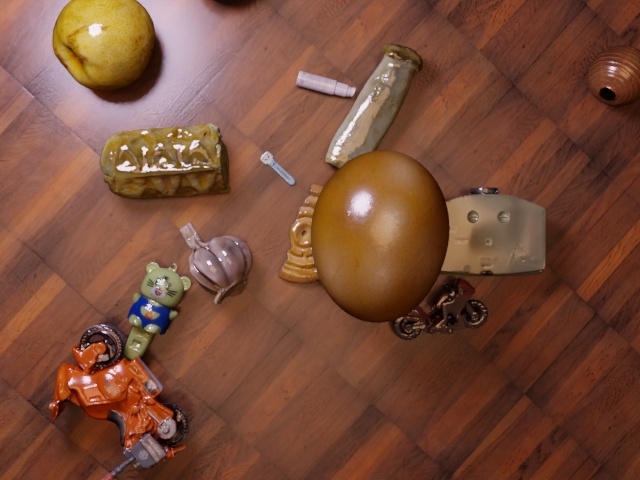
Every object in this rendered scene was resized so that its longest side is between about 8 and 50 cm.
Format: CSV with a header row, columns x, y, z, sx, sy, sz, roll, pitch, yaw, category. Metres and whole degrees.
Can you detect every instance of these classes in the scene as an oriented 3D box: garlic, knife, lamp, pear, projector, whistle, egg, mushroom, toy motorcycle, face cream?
x,y,z,sx,sy,sz,roll,pitch,yaw,category
-0.229,0.029,1.690,0.131,0.127,0.194,-20,62,-33,garlic
-0.092,-0.158,1.738,0.096,0.010,0.027,43,88,-4,knife
0.657,-0.361,1.730,0.136,0.136,0.136,0,91,-4,lamp
-0.440,-0.418,1.616,0.208,0.209,0.209,0,91,-4,pear
0.358,-0.020,1.737,0.269,0.088,0.194,1,91,-5,projector
-0.362,0.152,1.686,0.105,0.085,0.227,26,90,-2,whistle
0.121,-0.008,1.602,0.282,0.282,0.351,0,96,-4,egg
0.118,-0.286,1.721,0.100,0.081,0.312,29,93,-1,mushroom
0.261,0.150,1.739,0.212,0.084,0.118,-11,100,1,toy motorcycle
-0.437,0.353,1.654,0.221,0.148,0.326,-38,95,-1,toy motorcycle
0.013,-0.342,1.730,0.130,0.034,0.034,14,90,-4,face cream

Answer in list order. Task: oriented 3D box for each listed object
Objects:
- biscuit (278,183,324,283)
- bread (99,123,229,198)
x,y,z,sx,sy,sz,roll,pitch,yaw,category
0.000,0.000,1.738,0.144,0.033,0.224,23,90,-4,biscuit
-0.330,-0.165,1.662,0.267,0.130,0.152,-4,100,-4,bread
